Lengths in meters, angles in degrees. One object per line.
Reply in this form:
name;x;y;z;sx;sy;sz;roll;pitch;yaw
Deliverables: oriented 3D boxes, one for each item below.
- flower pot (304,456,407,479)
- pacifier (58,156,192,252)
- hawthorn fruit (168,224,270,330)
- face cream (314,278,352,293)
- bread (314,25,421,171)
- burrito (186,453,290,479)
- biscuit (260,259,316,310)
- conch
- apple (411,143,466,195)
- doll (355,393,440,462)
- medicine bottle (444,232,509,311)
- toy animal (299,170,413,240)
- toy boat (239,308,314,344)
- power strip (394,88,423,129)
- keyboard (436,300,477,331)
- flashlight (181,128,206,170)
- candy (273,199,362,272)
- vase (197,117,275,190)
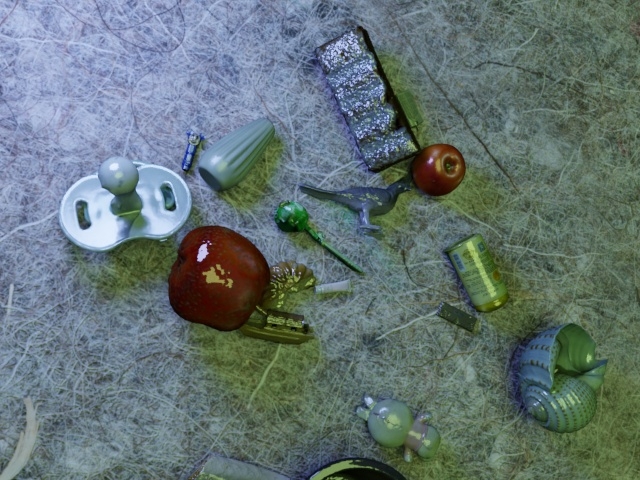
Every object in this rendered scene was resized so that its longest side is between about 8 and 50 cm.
flower pot;0.063;0.738;1.671;0.380;0.251;0.379;1;84;-11
pacifier;-0.511;-0.128;1.623;0.344;0.269;0.288;-14;63;-18
hawthorn fruit;-0.261;0.108;1.655;0.300;0.275;0.275;34;77;0
face cream;0.037;0.139;1.847;0.115;0.020;0.038;-6;87;-18
bread;0.141;-0.414;1.858;0.165;0.113;0.416;-25;90;20
burrito;-0.233;0.667;1.684;0.299;0.105;0.143;18;84;-13
biscuit;-0.106;0.121;1.794;0.183;0.061;0.118;-33;91;-14
conch;0.711;0.406;1.891;0.319;0.215;0.302;-29;98;-46
apple;0.360;-0.216;1.899;0.164;0.139;0.163;5;78;-22
doll;0.238;0.540;1.805;0.275;0.113;0.154;33;81;-9
medicine bottle;0.483;0.104;1.912;0.124;0.124;0.238;-27;92;-15
toy animal;0.134;-0.100;1.858;0.367;0.081;0.205;-8;64;-16
toy boat;-0.126;0.238;1.766;0.226;0.068;0.088;12;109;-9
power strip;0.281;-0.408;1.965;0.051;0.019;0.136;-25;90;-17
keyboard;0.421;0.235;1.935;0.129;0.015;0.049;26;74;-10
flashlight;-0.368;-0.256;1.781;0.057;0.035;0.121;17;80;-12
candy;0.001;-0.002;1.835;0.323;0.097;0.097;39;77;-16
vase;-0.229;-0.252;1.774;0.128;0.128;0.248;45;67;-6
